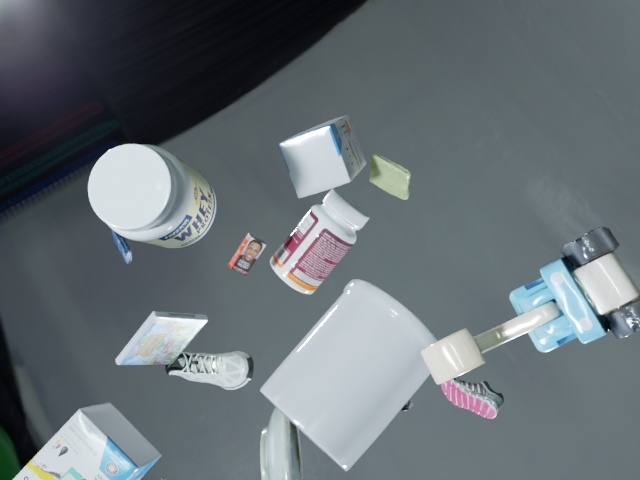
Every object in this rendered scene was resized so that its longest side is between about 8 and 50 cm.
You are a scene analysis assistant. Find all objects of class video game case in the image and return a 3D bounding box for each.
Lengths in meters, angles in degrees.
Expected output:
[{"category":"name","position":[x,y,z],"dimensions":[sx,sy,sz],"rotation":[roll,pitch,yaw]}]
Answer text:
[{"category":"video game case","position":[-0.456,0.286,1.699],"dimensions":[0.193,0.212,0.023],"rotation":[14,-146,-51]}]

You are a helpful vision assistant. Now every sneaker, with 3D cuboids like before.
[{"category":"sneaker","position":[-0.514,0.562,2.564],"dimensions":[0.447,0.169,0.257],"rotation":[-10,162,39]},{"category":"sneaker","position":[0.372,0.371,1.429],"dimensions":[0.170,0.075,0.063],"rotation":[18,119,48]}]

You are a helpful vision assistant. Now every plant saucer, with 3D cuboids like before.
[{"category":"plant saucer","position":[-0.120,0.679,1.796],"dimensions":[0.400,0.100,0.400],"rotation":[-6,-90,-89]}]

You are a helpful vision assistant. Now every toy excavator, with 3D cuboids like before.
[{"category":"toy excavator","position":[0.482,0.174,1.302],"dimensions":[0.433,0.445,0.222],"rotation":[3,-124,-61]}]

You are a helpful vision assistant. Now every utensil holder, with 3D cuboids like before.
[{"category":"utensil holder","position":[0.080,0.351,1.546],"dimensions":[0.327,0.385,0.327],"rotation":[40,165,13]}]

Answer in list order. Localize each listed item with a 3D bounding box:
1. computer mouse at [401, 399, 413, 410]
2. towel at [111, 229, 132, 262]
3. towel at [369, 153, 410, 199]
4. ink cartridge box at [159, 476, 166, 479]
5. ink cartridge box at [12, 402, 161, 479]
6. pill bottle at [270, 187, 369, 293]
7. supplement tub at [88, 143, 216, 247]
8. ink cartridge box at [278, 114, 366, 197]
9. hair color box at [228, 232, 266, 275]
[{"category":"computer mouse","position":[0.275,0.442,1.957],"dimensions":[0.188,0.072,0.272],"rotation":[43,-156,18]},{"category":"towel","position":[-0.650,0.015,1.932],"dimensions":[0.119,0.029,0.067],"rotation":[51,150,31]},{"category":"towel","position":[0.203,-0.190,1.734],"dimensions":[0.148,0.027,0.110],"rotation":[33,144,31]},{"category":"ink cartridge box","position":[-0.582,0.986,2.069],"dimensions":[0.171,0.235,0.056],"rotation":[26,167,25]},{"category":"ink cartridge box","position":[-0.565,0.561,1.396],"dimensions":[0.198,0.270,0.197],"rotation":[41,172,8]},{"category":"pill bottle","position":[0.000,0.000,2.321],"dimensions":[0.224,0.392,0.224],"rotation":[37,-168,-10]},{"category":"supplement tub","position":[-0.417,-0.108,1.491],"dimensions":[0.235,0.235,0.325],"rotation":[55,-178,8]},{"category":"ink cartridge box","position":[0.013,-0.253,1.738],"dimensions":[0.171,0.168,0.232],"rotation":[68,-159,-13]},{"category":"hair color box","position":[-0.269,0.052,2.160],"dimensions":[0.072,0.141,0.043],"rotation":[29,-173,-30]}]
